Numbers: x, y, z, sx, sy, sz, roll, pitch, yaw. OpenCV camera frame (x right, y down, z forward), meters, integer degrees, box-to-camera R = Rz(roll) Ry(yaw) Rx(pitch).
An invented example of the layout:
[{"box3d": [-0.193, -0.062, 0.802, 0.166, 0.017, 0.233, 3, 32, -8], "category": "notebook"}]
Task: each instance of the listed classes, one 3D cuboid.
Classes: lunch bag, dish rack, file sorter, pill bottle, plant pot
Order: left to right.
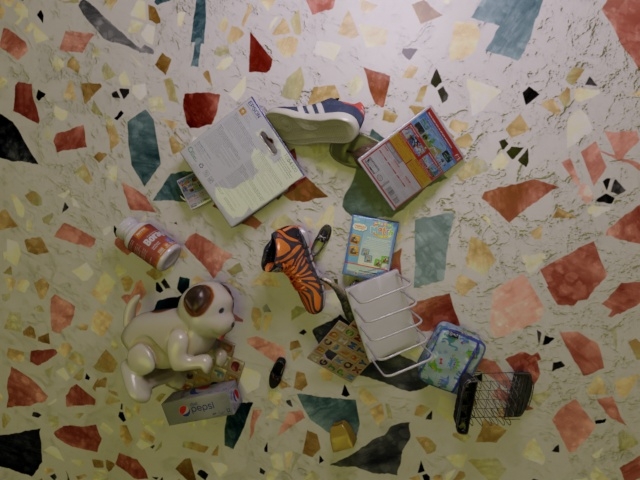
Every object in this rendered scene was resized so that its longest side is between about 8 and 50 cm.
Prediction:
[{"box3d": [-0.635, 0.009, 1.544, 0.216, 0.121, 0.121, 34, 103, 4], "category": "pill bottle"}, {"box3d": [0.078, 0.713, 1.542, 0.081, 0.081, 0.083, -21, 82, 13], "category": "plant pot"}, {"box3d": [0.226, 0.268, 1.354, 0.193, 0.173, 0.277, -20, 102, -7], "category": "file sorter"}, {"box3d": [0.443, 0.398, 1.419, 0.176, 0.090, 0.218, 24, 103, 2], "category": "lunch bag"}, {"box3d": [0.576, 0.526, 1.381, 0.272, 0.074, 0.208, 1, 109, -7], "category": "dish rack"}]

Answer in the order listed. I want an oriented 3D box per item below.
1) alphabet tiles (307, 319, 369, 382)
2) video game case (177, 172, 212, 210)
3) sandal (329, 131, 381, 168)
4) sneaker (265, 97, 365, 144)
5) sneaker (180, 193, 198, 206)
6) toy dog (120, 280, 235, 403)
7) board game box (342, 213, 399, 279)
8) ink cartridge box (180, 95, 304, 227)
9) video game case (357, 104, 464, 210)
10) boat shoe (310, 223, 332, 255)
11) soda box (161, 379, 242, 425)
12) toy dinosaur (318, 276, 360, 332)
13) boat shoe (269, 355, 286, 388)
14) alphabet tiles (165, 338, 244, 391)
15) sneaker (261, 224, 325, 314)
[{"box3d": [0.100, 0.383, 1.478, 0.198, 0.009, 0.237, 33, 111, -13], "category": "alphabet tiles"}, {"box3d": [-0.455, -0.181, 1.520, 0.087, 0.011, 0.122, -27, 86, -2], "category": "video game case"}, {"box3d": [0.176, -0.272, 1.366, 0.303, 0.086, 0.120, 22, 102, 7], "category": "sandal"}, {"box3d": [-0.013, -0.403, 1.377, 0.350, 0.148, 0.131, 14, 144, 26], "category": "sneaker"}, {"box3d": [-0.474, -0.152, 1.540, 0.083, 0.031, 0.035, 30, 89, 1], "category": "sneaker"}, {"box3d": [-0.481, 0.312, 1.505, 0.408, 0.284, 0.395, -36, 68, 10], "category": "toy dog"}, {"box3d": [0.171, 0.027, 1.437, 0.160, 0.039, 0.211, 11, 101, 8], "category": "board game box"}, {"box3d": [-0.267, -0.266, 1.460, 0.330, 0.071, 0.324, -33, 92, 12], "category": "ink cartridge box"}, {"box3d": [0.288, -0.260, 1.330, 0.285, 0.025, 0.204, -37, 102, 2], "category": "video game case"}, {"box3d": [0.000, 0.000, 1.466, 0.046, 0.038, 0.125, 33, 103, 4], "category": "boat shoe"}, {"box3d": [-0.453, 0.621, 1.608, 0.287, 0.091, 0.098, -16, 97, 13], "category": "soda box"}, {"box3d": [0.111, 0.207, 1.449, 0.118, 0.064, 0.268, -35, 106, -13], "category": "toy dinosaur"}, {"box3d": [-0.166, 0.501, 1.573, 0.049, 0.042, 0.132, 21, 103, 5], "category": "boat shoe"}, {"box3d": [-0.474, 0.490, 1.644, 0.343, 0.011, 0.284, 20, 101, 7], "category": "alphabet tiles"}, {"box3d": [-0.103, 0.114, 1.418, 0.125, 0.180, 0.320, -21, 87, 45], "category": "sneaker"}]
